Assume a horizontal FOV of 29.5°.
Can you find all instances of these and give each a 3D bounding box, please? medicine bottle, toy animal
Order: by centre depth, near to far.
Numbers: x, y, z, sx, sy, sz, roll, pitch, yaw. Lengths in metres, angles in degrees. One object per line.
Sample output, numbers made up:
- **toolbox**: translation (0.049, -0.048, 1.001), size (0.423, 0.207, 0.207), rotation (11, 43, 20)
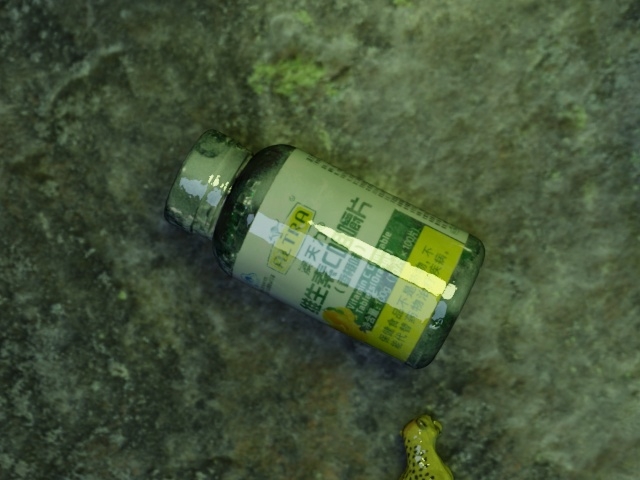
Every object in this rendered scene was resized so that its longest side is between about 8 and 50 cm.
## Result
- **medicine bottle**: translation (0.000, 0.000, 1.167), size (0.293, 0.141, 0.141), rotation (27, 112, 4)
- **toy animal**: translation (0.090, 0.283, 1.289), size (0.136, 0.073, 0.181), rotation (48, 124, 3)
